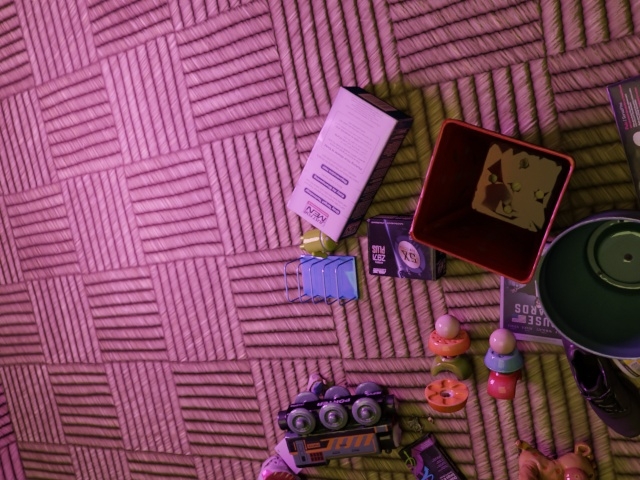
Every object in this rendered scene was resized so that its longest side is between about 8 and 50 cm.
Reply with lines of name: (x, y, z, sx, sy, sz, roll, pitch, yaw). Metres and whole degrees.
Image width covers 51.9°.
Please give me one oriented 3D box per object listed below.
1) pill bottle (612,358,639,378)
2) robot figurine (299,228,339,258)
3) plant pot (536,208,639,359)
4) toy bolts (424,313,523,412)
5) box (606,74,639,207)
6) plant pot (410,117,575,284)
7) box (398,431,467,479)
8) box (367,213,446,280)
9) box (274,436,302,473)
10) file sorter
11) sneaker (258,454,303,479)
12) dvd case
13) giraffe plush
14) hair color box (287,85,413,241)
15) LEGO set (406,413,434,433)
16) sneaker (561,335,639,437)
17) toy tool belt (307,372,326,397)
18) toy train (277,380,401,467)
pill bottle: (0.697, 0.199, 1.360, 0.184, 0.103, 0.103, -45, 77, 30)
robot figurine: (0.000, 0.000, 1.753, 0.115, 0.067, 0.101, -11, 66, 33)
plant pot: (0.599, 0.060, 1.300, 0.293, 0.196, 0.292, 13, 117, 27)
toy bolts: (0.350, 0.280, 1.531, 0.229, 0.218, 0.158, 2, 116, 23)
box: (0.660, -0.201, 1.253, 0.142, 0.163, 0.247, -14, 94, 36)
plant pot: (0.385, -0.100, 1.399, 0.268, 0.236, 0.267, 24, 112, 24)
box: (0.297, 0.601, 1.739, 0.116, 0.029, 0.162, -44, 80, 31)
box: (0.212, 0.014, 1.623, 0.180, 0.078, 0.147, 5, 104, 30)
box: (-0.056, 0.598, 1.915, 0.102, 0.087, 0.101, 47, 120, 14)
file sorter: (0.002, 0.108, 1.756, 0.170, 0.104, 0.118, 0, 102, 31)
sneaker: (-0.134, 0.685, 1.913, 0.103, 0.252, 0.111, -41, 62, -9)
dvd case: (0.501, 0.118, 1.503, 0.179, 0.030, 0.238, 5, 103, 31)
giraffe plush: (0.548, 0.550, 1.509, 0.171, 0.210, 0.181, -9, 133, 17)
hair color box: (0.069, -0.190, 1.645, 0.174, 0.105, 0.347, 36, 117, 20)
LEGO set: (0.258, 0.483, 1.737, 0.054, 0.023, 0.083, 49, 121, 12)
sneaker: (0.602, 0.318, 1.416, 0.109, 0.130, 0.286, -32, 96, 29)
toy tool belt: (-0.010, 0.422, 1.869, 0.051, 0.052, 0.083, 27, 115, 33)
toy train: (0.054, 0.499, 1.768, 0.334, 0.142, 0.190, -11, 103, 10)
